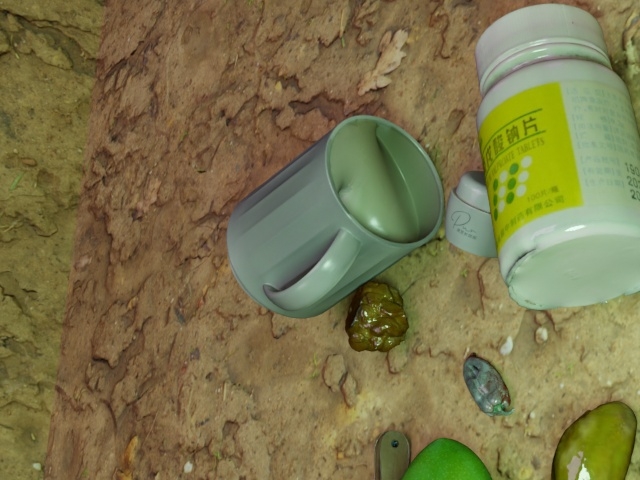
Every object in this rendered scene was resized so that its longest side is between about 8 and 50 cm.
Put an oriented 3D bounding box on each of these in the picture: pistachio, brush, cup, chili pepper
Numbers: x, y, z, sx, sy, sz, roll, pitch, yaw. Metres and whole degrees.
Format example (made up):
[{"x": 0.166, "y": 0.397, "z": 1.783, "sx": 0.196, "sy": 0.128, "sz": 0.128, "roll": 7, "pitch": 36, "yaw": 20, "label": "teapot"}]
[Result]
[{"x": 0.338, "y": 0.290, "z": 1.909, "sx": 0.100, "sy": 0.110, "sz": 0.189, "roll": 13, "pitch": 87, "yaw": 28, "label": "pistachio"}, {"x": 0.091, "y": 0.452, "z": 2.290, "sx": 0.065, "sy": 0.070, "sz": 0.327, "roll": 145, "pitch": 134, "yaw": -61, "label": "brush"}, {"x": 0.000, "y": 0.000, "z": 2.439, "sx": 0.327, "sy": 0.237, "sz": 0.323, "roll": -35, "pitch": 21, "yaw": 45, "label": "cup"}, {"x": 0.237, "y": 0.207, "z": 2.179, "sx": 0.050, "sy": 0.041, "sz": 0.153, "roll": -25, "pitch": 40, "yaw": -2, "label": "chili pepper"}]

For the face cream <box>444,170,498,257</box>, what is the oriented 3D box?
[{"x": 0.241, "y": -0.039, "z": 2.212, "sx": 0.117, "sy": 0.117, "sz": 0.104, "roll": 47, "pitch": 124, "yaw": 56, "label": "face cream"}]

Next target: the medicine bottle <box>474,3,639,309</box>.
[{"x": 0.322, "y": -0.113, "z": 2.018, "sx": 0.213, "sy": 0.213, "sz": 0.378, "roll": -41, "pitch": 43, "yaw": 43, "label": "medicine bottle"}]

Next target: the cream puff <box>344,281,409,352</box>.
[{"x": 0.093, "y": 0.126, "z": 2.413, "sx": 0.122, "sy": 0.094, "sz": 0.116, "roll": 148, "pitch": 137, "yaw": -80, "label": "cream puff"}]

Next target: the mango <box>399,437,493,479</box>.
[{"x": 0.134, "y": 0.459, "z": 2.073, "sx": 0.225, "sy": 0.201, "sz": 0.382, "roll": 7, "pitch": 79, "yaw": 63, "label": "mango"}]
